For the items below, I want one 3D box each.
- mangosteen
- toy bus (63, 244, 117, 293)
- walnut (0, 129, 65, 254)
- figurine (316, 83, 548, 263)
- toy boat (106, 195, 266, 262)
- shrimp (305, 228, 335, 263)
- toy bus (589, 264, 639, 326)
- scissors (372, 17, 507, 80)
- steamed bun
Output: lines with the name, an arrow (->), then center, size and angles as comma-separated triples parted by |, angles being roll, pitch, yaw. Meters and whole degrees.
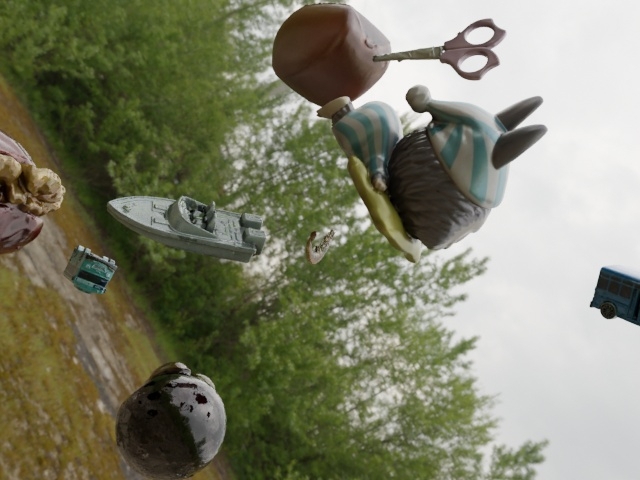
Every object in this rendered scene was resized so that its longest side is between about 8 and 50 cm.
mangosteen -> -0.282, 0.340, 1.129 | 0.250, 0.211, 0.211 | -84, 157, -65
toy bus -> -0.531, 0.070, 1.319 | 0.079, 0.091, 0.160 | 29, -12, -31
walnut -> -0.563, -0.091, 0.934 | 0.269, 0.244, 0.221 | 51, 46, -77
figurine -> 0.243, -0.187, 1.129 | 0.361, 0.378, 0.266 | 62, 13, 11
toy boat -> -0.273, -0.037, 1.184 | 0.141, 0.320, 0.092 | -112, -141, -54
shrimp -> 0.000, 0.000, 1.336 | 0.023, 0.114, 0.083 | 17, -35, 31
toy bus -> 0.597, 0.112, 1.034 | 0.185, 0.090, 0.106 | 29, -66, 57
scissors -> 0.180, -0.293, 0.903 | 0.212, 0.110, 0.021 | 4, -22, 31
steamed bun -> 0.010, -0.522, 1.650 | 0.235, 0.248, 0.379 | 28, 4, -37
